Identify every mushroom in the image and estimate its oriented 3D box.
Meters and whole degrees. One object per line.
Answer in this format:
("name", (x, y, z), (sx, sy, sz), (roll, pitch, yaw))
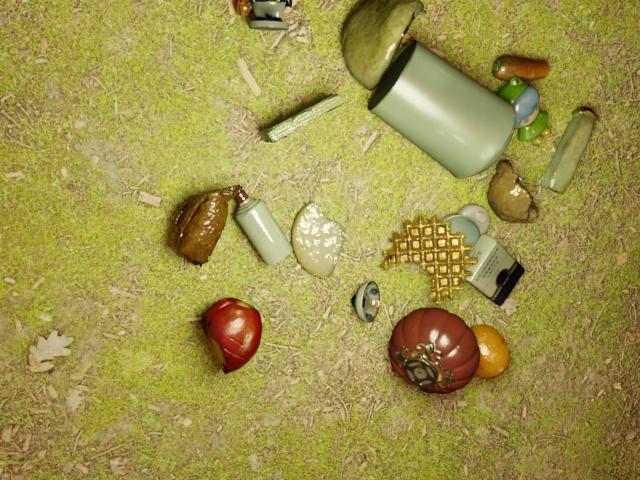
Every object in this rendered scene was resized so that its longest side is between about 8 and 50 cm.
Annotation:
("mushroom", (0.884, -0.317, 1.953), (0.099, 0.081, 0.313), (21, 96, -11))
("mushroom", (0.174, -0.620, 1.621), (0.212, 0.217, 0.292), (42, 97, 0))

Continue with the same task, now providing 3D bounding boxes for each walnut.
("walnut", (0.639, -0.145, 1.868), (0.141, 0.204, 0.238), (-32, 102, 16))

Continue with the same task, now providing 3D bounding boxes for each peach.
("peach", (-0.285, 0.296, 1.710), (0.189, 0.196, 0.226), (24, 92, 16))

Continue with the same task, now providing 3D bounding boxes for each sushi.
("sushi", (-0.346, -0.059, 1.652), (0.140, 0.149, 0.287), (18, 99, -51))

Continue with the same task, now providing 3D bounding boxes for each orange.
("orange", (0.582, 0.388, 1.949), (0.161, 0.193, 0.193), (-31, 107, 9))

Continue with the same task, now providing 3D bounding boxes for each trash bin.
("trash bin", (0.387, -0.389, 1.712), (0.431, 0.280, 0.281), (31, 92, -15))

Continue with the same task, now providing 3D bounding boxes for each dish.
("dish", (0.137, 0.202, 1.861), (0.141, 0.077, 0.141), (-8, 99, -58))

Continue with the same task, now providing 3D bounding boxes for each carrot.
("carrot", (0.669, -0.569, 1.847), (0.193, 0.087, 0.087), (0, 101, -14))

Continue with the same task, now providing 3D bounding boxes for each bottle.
("bottle", (-0.189, -0.046, 1.711), (0.104, 0.104, 0.245), (-33, 107, -7))

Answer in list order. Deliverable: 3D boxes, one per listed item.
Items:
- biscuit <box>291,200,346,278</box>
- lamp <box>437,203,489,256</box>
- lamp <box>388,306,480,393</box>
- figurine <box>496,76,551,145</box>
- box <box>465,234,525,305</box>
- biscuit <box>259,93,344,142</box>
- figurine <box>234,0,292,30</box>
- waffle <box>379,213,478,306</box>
("biscuit", (0.000, 0.000, 1.804), (0.188, 0.040, 0.266), (-17, 104, -9))
("lamp", (0.483, -0.018, 1.891), (0.246, 0.108, 0.179), (-45, 112, -3))
("lamp", (0.377, 0.369, 1.847), (0.257, 0.302, 0.303), (-43, 114, -49))
("figurine", (0.680, -0.423, 1.857), (0.162, 0.143, 0.263), (-48, 125, 7))
("box", (0.596, 0.108, 1.917), (0.259, 0.071, 0.168), (32, 91, -40))
("biscuit", (-0.059, -0.370, 1.659), (0.252, 0.150, 0.052), (-29, 107, -7))
("figurine", (-0.159, -0.728, 1.578), (0.175, 0.133, 0.237), (4, 106, 4))
("waffle", (0.366, 0.052, 1.830), (0.292, 0.069, 0.260), (36, 104, 8))
